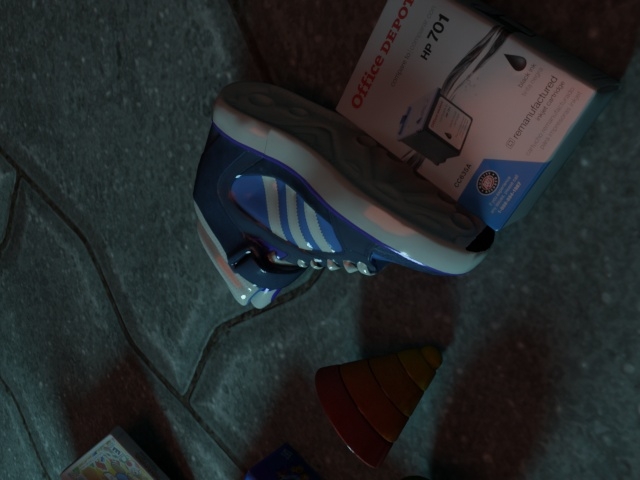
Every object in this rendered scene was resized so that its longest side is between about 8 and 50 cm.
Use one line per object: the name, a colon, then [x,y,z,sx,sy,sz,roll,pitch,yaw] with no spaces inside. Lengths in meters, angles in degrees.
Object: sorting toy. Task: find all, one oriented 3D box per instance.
sorting toy: [0.148,0.251,0.646,0.126,0.127,0.365,-38,81,8]

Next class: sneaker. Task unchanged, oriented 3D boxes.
sneaker: [-0.001,0.000,0.662,0.323,0.130,0.236,33,130,20]

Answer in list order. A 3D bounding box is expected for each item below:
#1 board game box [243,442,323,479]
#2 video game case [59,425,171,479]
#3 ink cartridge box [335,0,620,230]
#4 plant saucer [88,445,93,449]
board game box: [0.012,0.468,0.804,0.347,0.078,0.233,40,123,22]
video game case: [-0.316,0.423,1.040,0.206,0.026,0.227,47,127,-2]
ink cartridge box: [0.127,-0.122,0.545,0.191,0.082,0.139,40,123,20]
plant saucer: [-0.369,0.413,1.112,0.119,0.021,0.119,12,111,34]
